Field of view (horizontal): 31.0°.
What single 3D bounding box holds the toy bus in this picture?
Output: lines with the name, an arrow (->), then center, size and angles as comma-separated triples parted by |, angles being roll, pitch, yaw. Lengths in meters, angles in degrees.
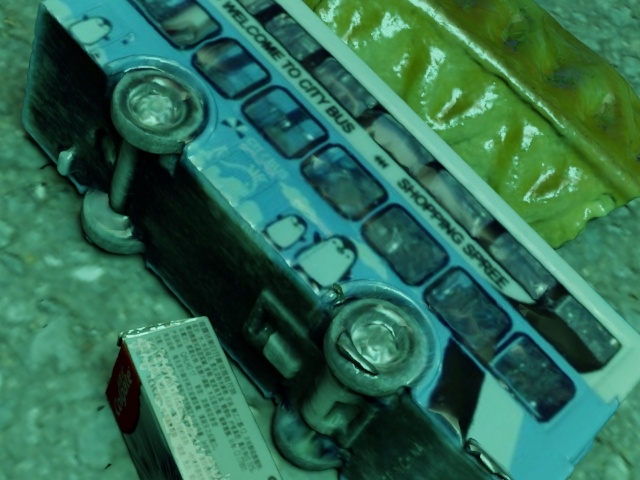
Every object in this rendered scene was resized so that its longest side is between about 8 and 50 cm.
toy bus -> 0.000, 0.000, 0.523 | 0.131, 0.106, 0.297 | -34, 74, -34

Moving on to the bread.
bread -> 0.076, -0.093, 0.623 | 0.232, 0.088, 0.128 | 34, 62, 0

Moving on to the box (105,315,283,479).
box -> -0.026, 0.135, 0.455 | 0.039, 0.055, 0.218 | -15, 64, -27
